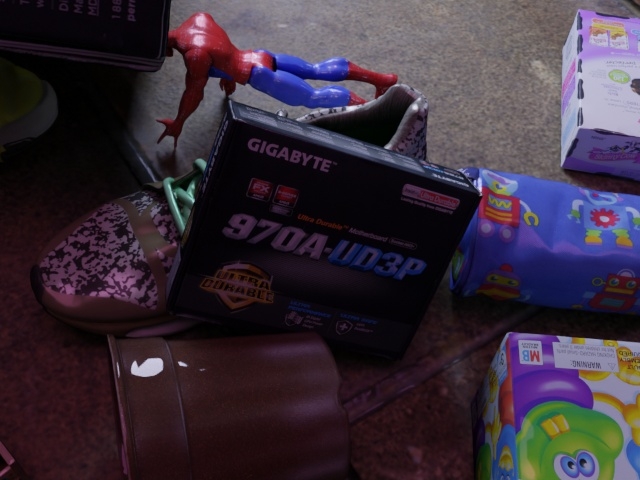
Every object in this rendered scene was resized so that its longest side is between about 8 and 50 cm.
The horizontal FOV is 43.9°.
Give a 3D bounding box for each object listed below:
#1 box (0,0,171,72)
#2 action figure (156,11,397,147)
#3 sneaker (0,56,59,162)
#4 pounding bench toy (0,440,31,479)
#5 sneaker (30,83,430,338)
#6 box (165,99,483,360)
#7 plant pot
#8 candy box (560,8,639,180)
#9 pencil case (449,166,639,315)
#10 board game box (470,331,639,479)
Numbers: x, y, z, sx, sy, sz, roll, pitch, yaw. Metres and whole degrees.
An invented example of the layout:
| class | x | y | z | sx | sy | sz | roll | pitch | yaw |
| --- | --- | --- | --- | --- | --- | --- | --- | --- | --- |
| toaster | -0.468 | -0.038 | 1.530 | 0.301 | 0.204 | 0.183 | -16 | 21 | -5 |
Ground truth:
| class | x | y | z | sx | sy | sz | roll | pitch | yaw |
| --- | --- | --- | --- | --- | --- | --- | --- | --- | --- |
| box | -0.365 | -0.387 | 0.719 | 0.471 | 0.298 | 0.480 | 4 | 28 | -13 |
| action figure | -0.068 | -0.157 | 0.865 | 0.280 | 0.139 | 0.092 | 16 | 50 | -20 |
| sneaker | -0.452 | -0.193 | 0.818 | 0.384 | 0.147 | 0.145 | 21 | 57 | 10 |
| pounding bench toy | -0.288 | 0.177 | 0.635 | 0.065 | 0.052 | 0.083 | -37 | 66 | -25 |
| sneaker | -0.070 | -0.052 | 0.726 | 0.410 | 0.182 | 0.158 | -22 | 60 | -16 |
| box | 0.000 | 0.000 | 0.663 | 0.220 | 0.175 | 0.051 | 15 | 23 | -20 |
| plant pot | -0.073 | 0.143 | 0.617 | 0.165 | 0.167 | 0.167 | -7 | 56 | -18 |
| candy box | 0.362 | -0.161 | 0.897 | 0.164 | 0.070 | 0.196 | 11 | 55 | 3 |
| pencil case | 0.269 | 0.005 | 0.749 | 0.305 | 0.119 | 0.133 | 7 | 47 | 1 |
| board game box | 0.196 | 0.226 | 0.578 | 0.141 | 0.144 | 0.276 | 5 | 55 | 0 |
